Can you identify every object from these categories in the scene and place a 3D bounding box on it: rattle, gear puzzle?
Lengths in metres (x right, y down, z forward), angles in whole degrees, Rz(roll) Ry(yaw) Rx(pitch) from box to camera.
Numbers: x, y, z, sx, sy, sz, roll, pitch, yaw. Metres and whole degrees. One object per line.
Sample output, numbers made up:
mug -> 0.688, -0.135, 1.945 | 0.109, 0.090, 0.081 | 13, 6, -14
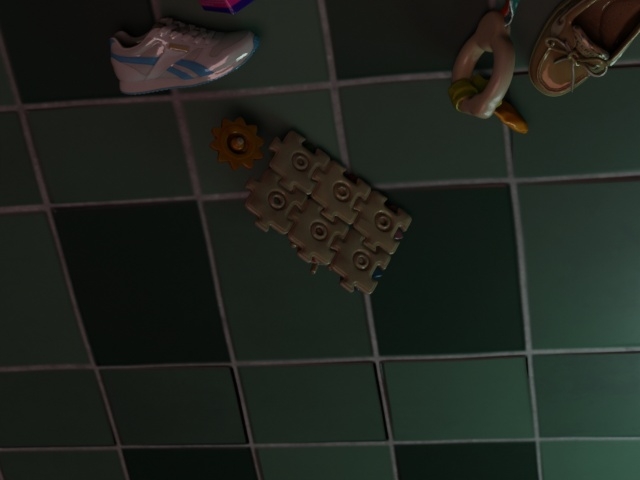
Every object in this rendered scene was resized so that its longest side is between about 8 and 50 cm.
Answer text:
rattle -> 0.276, -0.262, 1.982 | 0.143, 0.130, 0.199 | 18, 96, -13
gear puzzle -> -0.032, -0.062, 2.112 | 0.339, 0.175, 0.044 | 36, 151, -11

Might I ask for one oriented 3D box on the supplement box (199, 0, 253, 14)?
supplement box -> -0.150, -0.433, 1.910 | 0.111, 0.114, 0.220 | -36, 115, -15

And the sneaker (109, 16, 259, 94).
sneaker -> -0.203, -0.280, 2.052 | 0.229, 0.087, 0.092 | -10, 116, 14

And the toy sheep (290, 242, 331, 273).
toy sheep -> 0.000, 0.000, 2.181 | 0.091, 0.091, 0.132 | -18, 126, 20

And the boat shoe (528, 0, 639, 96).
boat shoe -> 0.386, -0.302, 1.921 | 0.105, 0.089, 0.285 | 32, 122, -10
